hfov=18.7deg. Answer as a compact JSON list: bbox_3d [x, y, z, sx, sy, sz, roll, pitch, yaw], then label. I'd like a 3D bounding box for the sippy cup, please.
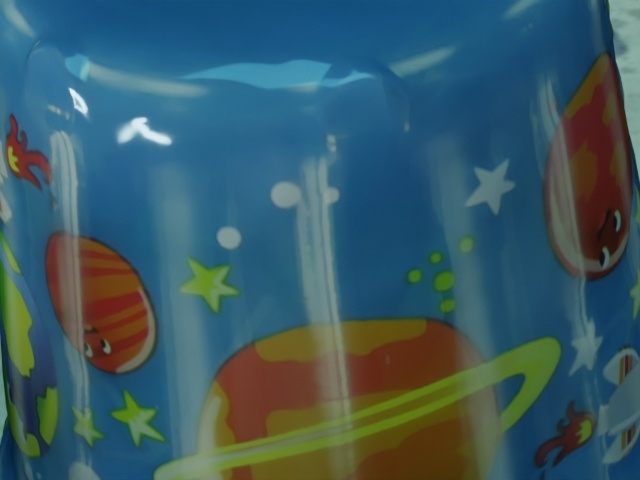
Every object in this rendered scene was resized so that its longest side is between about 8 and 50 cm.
[{"bbox_3d":[0.000,0.000,0.584,0.305,0.224,0.240,23,46,33],"label":"sippy cup"}]
